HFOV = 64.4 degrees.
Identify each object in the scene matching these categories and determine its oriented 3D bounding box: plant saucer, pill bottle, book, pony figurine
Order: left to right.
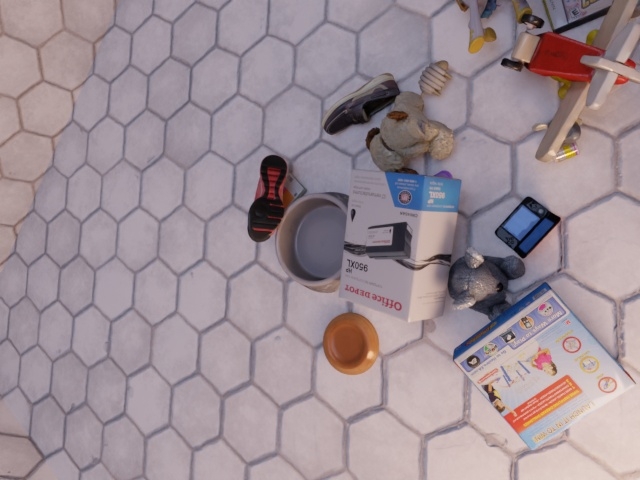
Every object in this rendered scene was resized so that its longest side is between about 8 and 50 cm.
[{"bbox_3d":[-0.125,-0.157,1.818,0.144,0.035,0.096,-50,60,15],"label":"book"},{"bbox_3d":[0.091,0.334,1.640,0.199,0.037,0.200,-4,82,29],"label":"plant saucer"},{"bbox_3d":[0.471,-0.758,1.423,0.351,0.302,0.364,-53,44,44],"label":"pony figurine"},{"bbox_3d":[0.657,-0.240,1.386,0.083,0.043,0.044,-21,75,26],"label":"pill bottle"}]

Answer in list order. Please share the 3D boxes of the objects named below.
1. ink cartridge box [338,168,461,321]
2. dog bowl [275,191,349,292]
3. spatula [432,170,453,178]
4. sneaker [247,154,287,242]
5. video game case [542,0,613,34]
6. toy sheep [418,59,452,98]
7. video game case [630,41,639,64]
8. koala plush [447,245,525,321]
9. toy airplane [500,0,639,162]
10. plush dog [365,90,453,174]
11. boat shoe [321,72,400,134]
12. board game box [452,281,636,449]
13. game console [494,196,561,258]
[{"bbox_3d":[0.219,0.005,1.460,0.285,0.166,0.395,14,101,48],"label":"ink cartridge box"},{"bbox_3d":[0.000,0.000,1.691,0.348,0.102,0.349,-3,83,28],"label":"dog bowl"},{"bbox_3d":[0.280,-0.131,1.591,0.296,0.030,0.084,-22,73,26],"label":"spatula"},{"bbox_3d":[-0.175,-0.131,1.759,0.115,0.136,0.314,12,72,-4],"label":"sneaker"},{"bbox_3d":[0.750,-0.735,1.396,0.274,0.035,0.249,-17,76,27],"label":"video game case"},{"bbox_3d":[0.348,-0.493,1.565,0.091,0.091,0.132,42,110,26],"label":"toy sheep"},{"bbox_3d":[0.904,-0.502,1.293,0.157,0.019,0.143,29,99,28],"label":"video game case"},{"bbox_3d":[0.420,0.115,1.376,0.203,0.221,0.196,15,92,30],"label":"koala plush"},{"bbox_3d":[0.677,-0.434,1.269,0.386,0.272,0.385,-33,52,57],"label":"toy airplane"},{"bbox_3d":[0.240,-0.304,1.561,0.262,0.210,0.225,55,136,24],"label":"plush dog"},{"bbox_3d":[0.131,-0.431,1.668,0.285,0.103,0.092,-32,65,16],"label":"boat shoe"},{"bbox_3d":[0.557,0.320,1.297,0.308,0.086,0.302,-42,87,17],"label":"board game box"},{"bbox_3d":[0.563,-0.039,1.392,0.124,0.085,0.144,46,106,25],"label":"game console"}]
